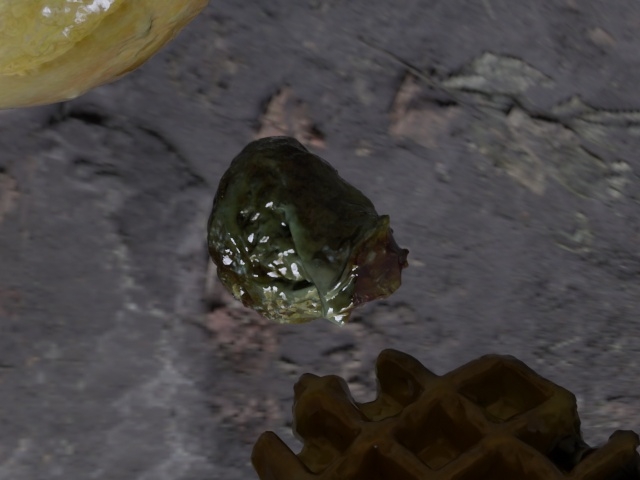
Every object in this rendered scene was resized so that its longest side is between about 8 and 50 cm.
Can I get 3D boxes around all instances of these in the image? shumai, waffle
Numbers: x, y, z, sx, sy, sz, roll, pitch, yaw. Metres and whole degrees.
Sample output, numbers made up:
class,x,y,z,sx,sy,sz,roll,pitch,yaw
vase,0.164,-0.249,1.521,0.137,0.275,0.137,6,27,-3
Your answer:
class,x,y,z,sx,sy,sz,roll,pitch,yaw
shumai,-0.001,0.001,1.063,0.087,0.124,0.099,13,66,51
waffle,0.086,0.155,0.831,0.310,0.065,0.283,1,46,4

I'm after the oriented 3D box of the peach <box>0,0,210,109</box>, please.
class,x,y,z,sx,sy,sz,roll,pitch,yaw
peach,-0.106,-0.159,0.682,0.236,0.214,0.214,-27,76,20
